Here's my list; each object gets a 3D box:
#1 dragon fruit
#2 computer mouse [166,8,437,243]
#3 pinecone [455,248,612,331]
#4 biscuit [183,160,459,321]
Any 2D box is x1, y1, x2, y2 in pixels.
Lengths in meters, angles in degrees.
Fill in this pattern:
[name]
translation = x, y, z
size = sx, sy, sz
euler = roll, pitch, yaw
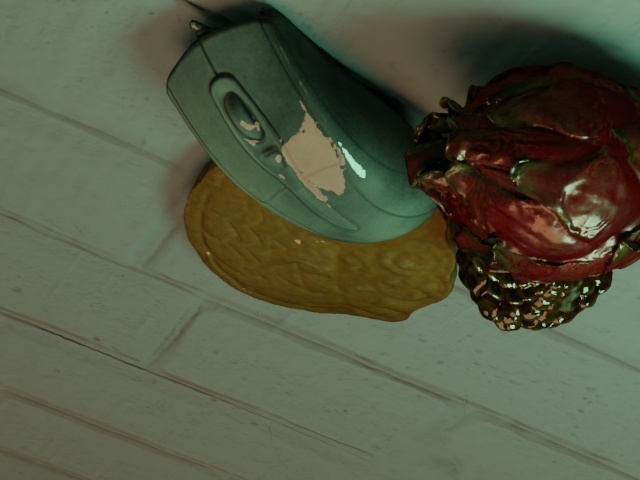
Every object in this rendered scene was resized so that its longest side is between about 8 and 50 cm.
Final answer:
[dragon fruit]
translation = 0.234, -0.063, 1.600
size = 0.299, 0.244, 0.244
euler = 2, 154, -13
[computer mouse]
translation = -0.019, -0.108, 1.735
size = 0.188, 0.121, 0.371
euler = -30, 119, 36
[pinecone]
translation = 0.249, 0.023, 1.815
size = 0.186, 0.168, 0.212
euler = -1, 154, -5
[biscuit]
translation = -0.001, 0.002, 2.015
size = 0.365, 0.062, 0.385
euler = 12, 151, 5
